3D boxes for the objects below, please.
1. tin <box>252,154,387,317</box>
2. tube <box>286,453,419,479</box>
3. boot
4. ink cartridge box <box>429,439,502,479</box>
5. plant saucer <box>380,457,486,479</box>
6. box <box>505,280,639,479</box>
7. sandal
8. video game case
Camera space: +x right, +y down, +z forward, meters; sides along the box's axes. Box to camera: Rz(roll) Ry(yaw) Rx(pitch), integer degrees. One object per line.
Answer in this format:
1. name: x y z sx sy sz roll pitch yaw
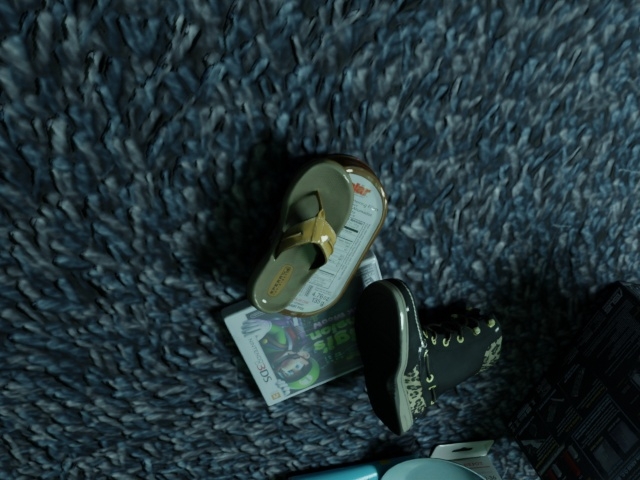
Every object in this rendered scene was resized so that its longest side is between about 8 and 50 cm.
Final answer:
1. tin: 0.000 0.000 0.721 0.106 0.040 0.189 19 110 -27
2. tube: 0.051 0.367 1.018 0.207 0.052 0.080 -1 132 -26
3. boot: 0.138 0.114 0.828 0.179 0.085 0.236 -26 129 -24
4. ink cartridge box: 0.221 0.419 1.102 0.115 0.067 0.198 -1 124 -19
5. plant saucer: 0.184 0.388 1.008 0.195 0.037 0.194 9 121 16
6. box: 0.424 0.249 0.943 0.077 0.242 0.307 14 118 -28
7. sandal: -0.018 0.005 0.669 0.072 0.049 0.180 21 109 -23
8. video game case: -0.004 0.112 0.824 0.190 0.022 0.173 -22 129 -4
